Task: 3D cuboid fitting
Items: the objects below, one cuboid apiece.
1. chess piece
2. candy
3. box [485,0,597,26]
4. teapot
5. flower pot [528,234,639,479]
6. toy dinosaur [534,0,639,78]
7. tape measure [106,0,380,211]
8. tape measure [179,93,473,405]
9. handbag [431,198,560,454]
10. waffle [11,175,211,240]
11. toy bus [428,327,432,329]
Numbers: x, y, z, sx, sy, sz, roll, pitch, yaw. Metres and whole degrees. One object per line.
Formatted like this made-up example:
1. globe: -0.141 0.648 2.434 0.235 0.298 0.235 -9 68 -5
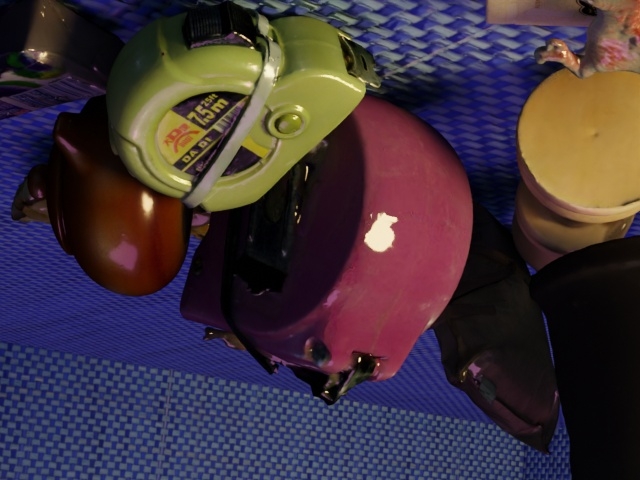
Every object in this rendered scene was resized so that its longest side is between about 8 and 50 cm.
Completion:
1. chess piece: 0.222 -0.033 1.031 0.117 0.117 0.397 4 168 8
2. candy: -0.290 -0.128 0.938 0.312 0.061 0.088 -6 161 38
3. box: 0.183 -0.154 0.716 0.167 0.024 0.090 3 167 8
4. teapot: -0.173 -0.037 0.994 0.135 0.178 0.252 7 156 0
5. flower pot: 0.338 0.186 0.969 0.379 0.251 0.379 12 153 6
6. toy dinosaur: 0.249 -0.107 0.715 0.242 0.053 0.167 11 163 8
7. tape measure: -0.074 -0.095 0.843 0.154 0.087 0.177 23 126 -34
8. tape measure: 0.000 0.000 0.958 0.149 0.245 0.231 15 179 -35
9. handbag: 0.154 0.064 1.160 0.117 0.270 0.182 -32 130 24
10. waffle: -0.161 -0.037 1.242 0.317 0.073 0.297 5 174 -29
11. toy bus: 0.012 0.061 1.347 0.268 0.106 0.092 2 179 -15
